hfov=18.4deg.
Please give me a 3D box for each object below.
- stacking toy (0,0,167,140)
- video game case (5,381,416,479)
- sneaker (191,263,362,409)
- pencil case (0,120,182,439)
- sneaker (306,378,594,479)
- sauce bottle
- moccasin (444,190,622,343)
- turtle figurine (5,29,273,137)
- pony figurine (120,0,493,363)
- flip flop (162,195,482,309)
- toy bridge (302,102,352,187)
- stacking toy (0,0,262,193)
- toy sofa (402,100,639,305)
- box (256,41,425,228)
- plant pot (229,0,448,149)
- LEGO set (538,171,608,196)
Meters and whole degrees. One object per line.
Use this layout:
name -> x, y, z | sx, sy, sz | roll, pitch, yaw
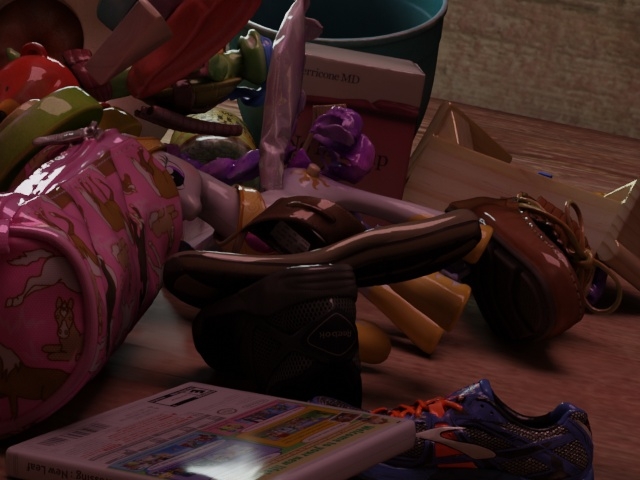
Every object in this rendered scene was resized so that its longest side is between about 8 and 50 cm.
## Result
stacking toy -> -0.294, -0.188, 2.321 | 0.350, 0.350, 0.480 | 12, -6, 6
video game case -> -0.070, 0.140, 1.328 | 0.193, 0.023, 0.212 | 7, 12, 31
sneaker -> -0.035, 0.102, 1.541 | 0.087, 0.130, 0.227 | -1, -12, -28
pencil case -> -0.205, 0.021, 1.484 | 0.167, 0.160, 0.386 | 53, 12, -7
sneaker -> 0.096, 0.138, 1.438 | 0.221, 0.087, 0.083 | 10, 11, -2
sauce bottle -> -0.129, -0.097, 2.329 | 0.111, 0.111, 0.344 | 9, 11, -8
moccasin -> 0.220, 0.020, 2.011 | 0.147, 0.139, 0.380 | -14, 4, -1
turtle figurine -> -0.184, -0.221, 1.982 | 0.266, 0.274, 0.198 | -17, 51, -9
pony figurine -> -0.029, -0.035, 1.830 | 0.363, 0.303, 0.351 | 27, 21, 2
flip flop -> 0.000, 0.000, 1.607 | 0.277, 0.080, 0.112 | -12, -13, -20
toy bridge -> 0.001, -0.044, 1.997 | 0.063, 0.188, 0.026 | -3, 9, 2
stacking toy -> -0.214, -0.167, 1.756 | 0.130, 0.309, 0.279 | 48, 18, 7
toy sofa -> 0.255, -0.019, 2.301 | 0.362, 0.177, 0.150 | 23, -8, 46
box -> 0.014, -0.082, 2.072 | 0.148, 0.232, 0.127 | 9, 10, -4
plant pot -> 0.013, -0.185, 2.434 | 0.272, 0.255, 0.271 | 2, 29, -1
LEGO set -> 0.318, -0.031, 2.494 | 0.227, 0.087, 0.093 | 20, 14, 32
